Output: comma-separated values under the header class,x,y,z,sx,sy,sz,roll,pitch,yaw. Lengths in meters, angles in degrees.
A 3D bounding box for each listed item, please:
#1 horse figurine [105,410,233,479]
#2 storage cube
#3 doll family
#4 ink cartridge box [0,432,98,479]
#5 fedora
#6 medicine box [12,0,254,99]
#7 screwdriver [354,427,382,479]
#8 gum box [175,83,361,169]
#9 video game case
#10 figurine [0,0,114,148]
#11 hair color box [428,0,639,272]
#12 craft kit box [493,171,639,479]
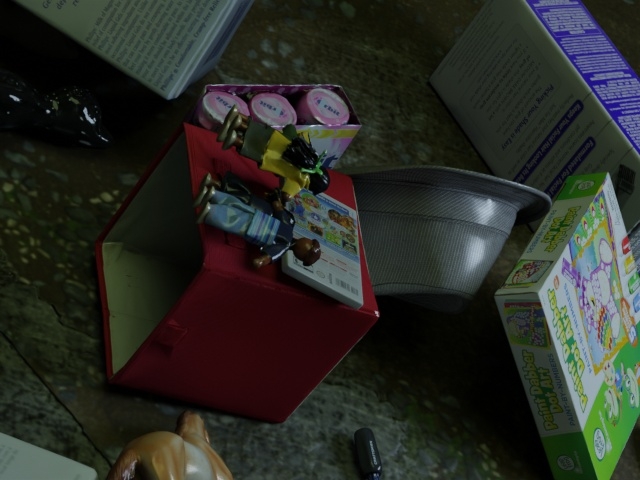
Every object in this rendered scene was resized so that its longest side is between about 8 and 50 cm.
class,x,y,z,sx,sy,sz,roll,pitch,yaw
horse figurine,-0.125,0.225,1.676,0.263,0.066,0.174,14,58,-67
storage cube,-0.081,0.035,1.843,0.193,0.215,0.184,17,42,-29
doll family,-0.044,-0.044,1.718,0.111,0.076,0.193,28,55,-13
ink cartridge box,-0.409,0.241,1.530,0.385,0.091,0.308,19,39,10
fedora,0.095,0.005,1.985,0.243,0.275,0.124,14,81,-39
medicine box,-0.217,-0.300,2.048,0.289,0.149,0.263,32,14,-2
screwdriver,0.055,0.254,1.866,0.025,0.024,0.170,39,31,-45
gum box,-0.065,-0.109,2.068,0.188,0.107,0.062,-3,53,-36
video game case,0.000,0.000,1.775,0.087,0.011,0.122,28,38,-27
figurine,-0.324,-0.185,1.994,0.209,0.092,0.215,9,45,-38
hair color box,0.290,-0.129,2.271,0.110,0.185,0.339,-8,56,-41
craft kit box,0.275,0.095,2.033,0.246,0.061,0.250,-51,128,-47
